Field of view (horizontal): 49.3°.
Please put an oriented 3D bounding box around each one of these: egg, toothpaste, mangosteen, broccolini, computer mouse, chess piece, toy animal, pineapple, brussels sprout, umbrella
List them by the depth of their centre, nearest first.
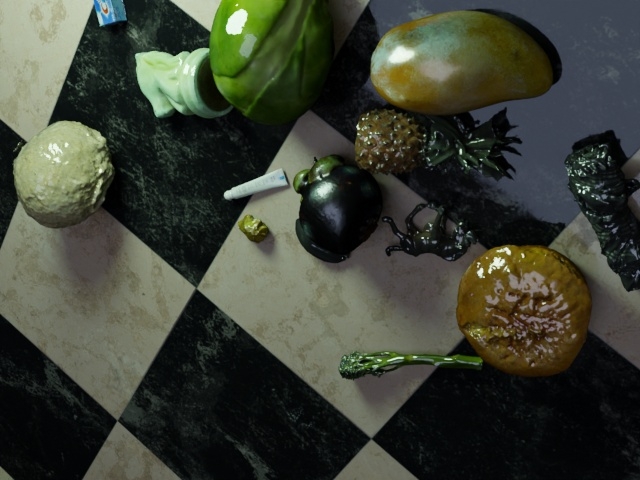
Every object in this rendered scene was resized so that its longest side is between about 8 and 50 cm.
[{"bbox_3d":[0.617,-0.040,1.445,0.128,0.154,0.336,-25,98,12],"label":"umbrella"},{"bbox_3d":[0.262,-0.218,1.567,0.364,0.165,0.165,5,110,15],"label":"pineapple"},{"bbox_3d":[-0.105,-0.447,1.577,0.276,0.315,0.371,13,109,-4],"label":"brussels sprout"},{"bbox_3d":[0.252,-0.011,1.670,0.232,0.084,0.148,-10,105,25],"label":"toy animal"},{"bbox_3d":[0.037,-0.091,1.674,0.243,0.243,0.243,9,111,23],"label":"mangosteen"},{"bbox_3d":[-0.366,-0.403,1.802,0.298,0.176,0.176,10,112,37],"label":"chess piece"},{"bbox_3d":[0.000,0.000,1.808,0.172,0.057,0.099,36,122,9],"label":"computer mouse"},{"bbox_3d":[0.232,0.334,1.820,0.392,0.079,0.074,-2,148,25],"label":"broccolini"},{"bbox_3d":[-0.581,-0.708,1.835,0.066,0.053,0.272,-5,106,27],"label":"toothpaste"},{"bbox_3d":[-0.174,-0.144,1.858,0.190,0.031,0.048,-16,98,26],"label":"toothpaste"},{"bbox_3d":[-0.727,-0.182,1.979,0.279,0.279,0.310,33,107,12],"label":"egg"}]

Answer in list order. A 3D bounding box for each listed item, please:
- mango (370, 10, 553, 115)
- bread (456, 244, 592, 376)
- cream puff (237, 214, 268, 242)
[{"bbox_3d":[0.287,-0.365,1.454,0.384,0.221,0.199,10,151,18],"label":"mango"},{"bbox_3d":[0.459,0.153,1.584,0.312,0.172,0.312,7,106,24],"label":"bread"},{"bbox_3d":[-0.185,-0.029,1.885,0.083,0.058,0.083,-29,96,33],"label":"cream puff"}]
